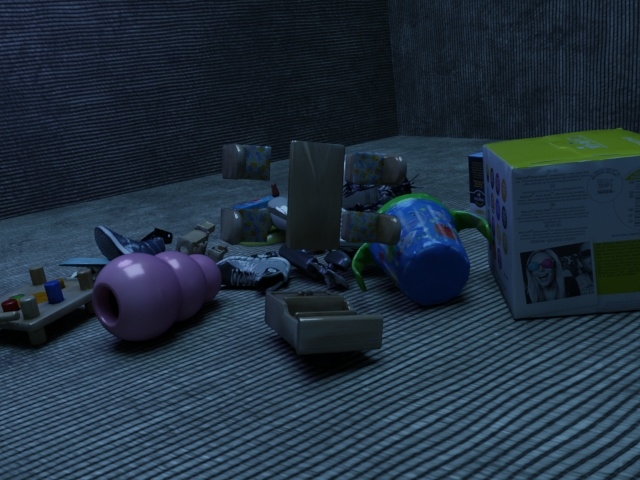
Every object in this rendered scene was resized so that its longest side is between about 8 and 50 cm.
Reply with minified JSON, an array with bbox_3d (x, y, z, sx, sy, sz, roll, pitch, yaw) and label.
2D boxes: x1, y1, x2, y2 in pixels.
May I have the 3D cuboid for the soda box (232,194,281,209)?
[{"bbox_3d":[-0.255,-0.128,2.330,0.210,0.071,0.067,-21,22,-38],"label":"soda box"}]

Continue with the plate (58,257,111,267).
[{"bbox_3d":[-0.752,0.072,1.845,0.188,0.024,0.188,-1,-6,0],"label":"plate"}]

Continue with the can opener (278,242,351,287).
[{"bbox_3d":[-0.011,0.061,1.558,0.280,0.074,0.093,19,67,50],"label":"can opener"}]

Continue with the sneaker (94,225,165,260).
[{"bbox_3d":[-0.620,0.015,1.869,0.226,0.086,0.163,39,35,12],"label":"sneaker"}]

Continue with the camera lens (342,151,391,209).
[{"bbox_3d":[0.135,-0.234,2.256,0.274,0.219,0.219,-6,17,4],"label":"camera lens"}]

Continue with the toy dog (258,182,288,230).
[{"bbox_3d":[-0.097,-0.107,1.892,0.333,0.161,0.220,4,19,40],"label":"toy dog"}]

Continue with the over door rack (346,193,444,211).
[{"bbox_3d":[0.241,-0.109,1.995,0.324,0.108,0.239,-12,17,-16],"label":"over door rack"}]

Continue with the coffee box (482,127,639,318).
[{"bbox_3d":[0.567,-0.054,1.275,0.338,0.335,0.338,-5,17,8],"label":"coffee box"}]

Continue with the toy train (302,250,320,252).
[{"bbox_3d":[-0.037,0.034,1.755,0.166,0.046,0.125,-18,21,-22],"label":"toy train"}]

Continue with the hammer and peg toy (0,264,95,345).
[{"bbox_3d":[-0.755,0.181,1.432,0.265,0.127,0.361,2,19,23],"label":"hammer and peg toy"}]

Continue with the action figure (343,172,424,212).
[{"bbox_3d":[0.191,-0.156,1.793,0.275,0.164,0.141,-16,4,-33],"label":"action figure"}]

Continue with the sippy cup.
[{"bbox_3d":[0.245,0.034,1.361,0.240,0.305,0.224,31,18,-20],"label":"sippy cup"}]

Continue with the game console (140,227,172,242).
[{"bbox_3d":[-0.632,0.001,2.173,0.107,0.071,0.122,20,11,-17],"label":"game console"}]

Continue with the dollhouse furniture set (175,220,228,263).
[{"bbox_3d":[-0.367,0.031,1.883,0.160,0.101,0.182,22,23,10],"label":"dollhouse furniture set"}]

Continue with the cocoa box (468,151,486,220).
[{"bbox_3d":[0.677,-0.176,1.814,0.231,0.228,0.347,-16,19,-27],"label":"cocoa box"}]

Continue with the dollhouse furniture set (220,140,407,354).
[{"bbox_3d":[0.000,0.000,1.148,0.362,0.394,0.256,1,6,-22],"label":"dollhouse furniture set"}]

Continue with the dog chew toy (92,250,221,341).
[{"bbox_3d":[-0.376,0.117,1.378,0.206,0.207,0.331,5,13,35],"label":"dog chew toy"}]

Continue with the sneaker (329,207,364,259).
[{"bbox_3d":[0.076,-0.009,1.562,0.321,0.127,0.126,16,61,11],"label":"sneaker"}]

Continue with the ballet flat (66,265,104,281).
[{"bbox_3d":[-0.733,0.108,1.790,0.057,0.052,0.168,-2,17,22],"label":"ballet flat"}]

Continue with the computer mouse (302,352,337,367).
[{"bbox_3d":[-0.028,0.216,1.172,0.071,0.041,0.242,0,6,-19],"label":"computer mouse"}]

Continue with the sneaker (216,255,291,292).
[{"bbox_3d":[-0.195,0.097,1.544,0.228,0.086,0.132,-6,19,0],"label":"sneaker"}]

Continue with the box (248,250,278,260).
[{"bbox_3d":[-0.163,0.072,1.645,0.083,0.062,0.052,-11,15,-10],"label":"box"}]

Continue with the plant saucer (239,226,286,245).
[{"bbox_3d":[-0.191,-0.034,2.053,0.240,0.037,0.241,-6,17,2],"label":"plant saucer"}]
